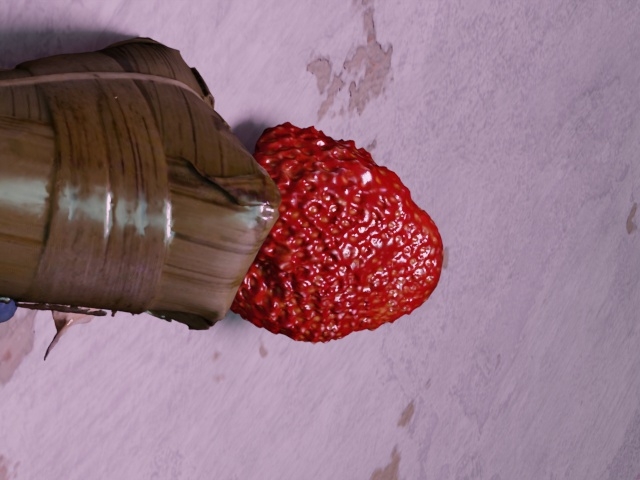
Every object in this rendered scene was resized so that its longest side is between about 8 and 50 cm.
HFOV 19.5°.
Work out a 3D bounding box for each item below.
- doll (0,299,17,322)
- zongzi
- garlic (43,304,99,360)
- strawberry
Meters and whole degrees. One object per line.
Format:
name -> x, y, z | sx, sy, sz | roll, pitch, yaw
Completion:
doll -> -0.350, 0.038, 1.880 | 0.102, 0.089, 0.179 | -61, 171, -23
zongzi -> -0.334, -0.113, 1.813 | 0.500, 0.467, 0.218 | 8, 114, -26
garlic -> -0.273, 0.018, 1.938 | 0.128, 0.090, 0.198 | -14, 90, -54
strawberry -> 0.002, -0.003, 2.302 | 0.261, 0.257, 0.261 | -44, 146, -40
